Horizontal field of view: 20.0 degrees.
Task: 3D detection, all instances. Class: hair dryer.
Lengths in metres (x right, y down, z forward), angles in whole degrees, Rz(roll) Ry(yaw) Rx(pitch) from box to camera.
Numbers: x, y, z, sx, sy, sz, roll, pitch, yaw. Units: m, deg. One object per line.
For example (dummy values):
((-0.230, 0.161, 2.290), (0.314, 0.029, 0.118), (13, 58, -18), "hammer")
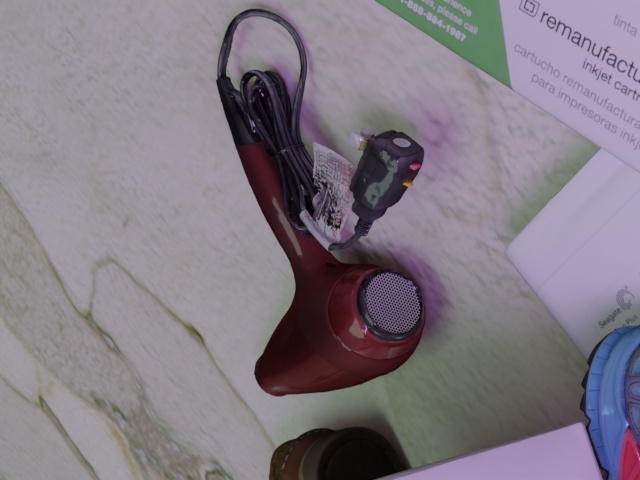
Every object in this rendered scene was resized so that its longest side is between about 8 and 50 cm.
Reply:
((0.000, 0.000, 1.291), (0.223, 0.080, 0.293), (47, 138, 44), "hair dryer")

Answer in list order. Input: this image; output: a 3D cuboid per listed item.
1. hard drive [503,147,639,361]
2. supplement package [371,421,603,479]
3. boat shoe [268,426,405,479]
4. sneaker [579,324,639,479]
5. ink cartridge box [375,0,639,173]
((0.274, 0.082, 1.019), (0.353, 0.047, 0.233), (53, 142, 12), "hard drive")
((0.088, 0.223, 1.087), (0.293, 0.175, 0.177), (79, 175, -81), "supplement package")
((0.047, 0.287, 1.378), (0.104, 0.111, 0.307), (-17, 89, 56), "boat shoe")
((0.237, 0.164, 0.990), (0.125, 0.104, 0.261), (-20, 96, 51), "sneaker")
((0.165, -0.200, 0.874), (0.201, 0.117, 0.278), (37, 126, 29), "ink cartridge box")
